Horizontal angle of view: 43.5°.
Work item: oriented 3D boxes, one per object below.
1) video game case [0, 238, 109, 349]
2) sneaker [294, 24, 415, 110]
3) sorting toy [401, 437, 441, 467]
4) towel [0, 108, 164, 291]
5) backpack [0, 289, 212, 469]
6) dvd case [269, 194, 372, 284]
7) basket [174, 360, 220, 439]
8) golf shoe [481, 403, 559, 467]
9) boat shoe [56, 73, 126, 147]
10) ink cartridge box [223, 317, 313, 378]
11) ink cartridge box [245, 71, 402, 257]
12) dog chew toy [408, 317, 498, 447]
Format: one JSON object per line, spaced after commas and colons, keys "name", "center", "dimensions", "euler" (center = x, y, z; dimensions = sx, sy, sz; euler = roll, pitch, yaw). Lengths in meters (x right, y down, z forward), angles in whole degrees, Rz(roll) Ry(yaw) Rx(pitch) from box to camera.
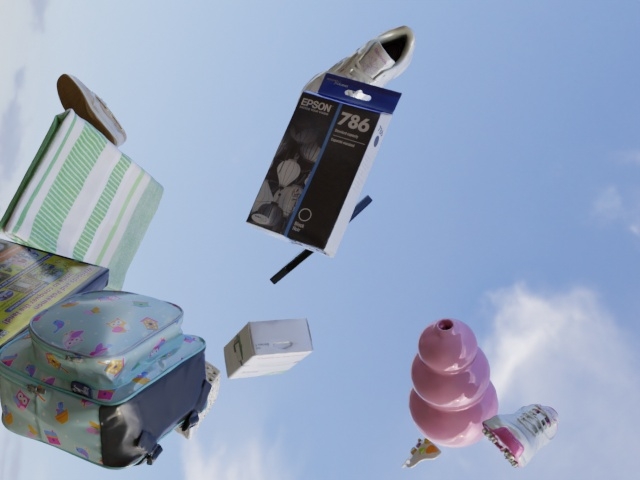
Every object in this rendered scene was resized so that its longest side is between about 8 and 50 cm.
{"name": "video game case", "center": [-0.451, 0.067, 1.042], "dimensions": [0.275, 0.248, 0.035], "euler": [-57, 160, -67]}
{"name": "sneaker", "center": [0.068, -0.336, 1.620], "dimensions": [0.305, 0.114, 0.152], "euler": [-41, -179, -7]}
{"name": "sorting toy", "center": [0.211, 0.470, 1.746], "dimensions": [0.045, 0.075, 0.083], "euler": [51, -21, 3]}
{"name": "towel", "center": [-0.404, -0.056, 1.411], "dimensions": [0.038, 0.325, 0.247], "euler": [14, -106, 25]}
{"name": "backpack", "center": [-0.228, 0.132, 0.810], "dimensions": [0.189, 0.166, 0.144], "euler": [2, -70, 26]}
{"name": "dvd case", "center": [0.000, 0.000, 1.859], "dimensions": [0.022, 0.180, 0.253], "euler": [49, -48, -2]}
{"name": "basket", "center": [-0.262, 0.290, 1.541], "dimensions": [0.103, 0.113, 0.167], "euler": [-51, 169, -31]}
{"name": "golf shoe", "center": [0.404, 0.372, 1.592], "dimensions": [0.140, 0.306, 0.115], "euler": [-42, -110, 3]}
{"name": "boat shoe", "center": [-0.430, -0.243, 1.514], "dimensions": [0.063, 0.059, 0.170], "euler": [-34, -88, 31]}
{"name": "ink cartridge box", "center": [-0.133, 0.270, 2.001], "dimensions": [0.219, 0.160, 0.092], "euler": [134, -50, -56]}
{"name": "ink cartridge box", "center": [0.008, -0.150, 1.430], "dimensions": [0.165, 0.065, 0.332], "euler": [19, -100, 22]}
{"name": "dog chew toy", "center": [0.293, 0.309, 1.798], "dimensions": [0.206, 0.207, 0.331], "euler": [-126, -160, -51]}
